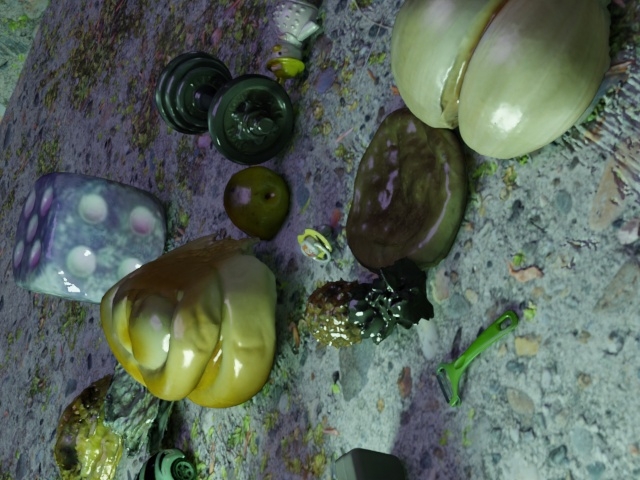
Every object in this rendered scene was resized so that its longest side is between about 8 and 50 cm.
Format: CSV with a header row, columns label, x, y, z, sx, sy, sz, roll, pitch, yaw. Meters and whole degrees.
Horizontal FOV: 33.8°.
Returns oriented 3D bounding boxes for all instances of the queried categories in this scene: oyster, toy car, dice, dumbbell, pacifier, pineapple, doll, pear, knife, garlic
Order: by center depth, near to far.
label,x,y,z,sx,sy,sz,roll,pitch,yaw
garlic,0.241,-0.257,1.450,0.313,0.286,0.249,-49,-4,25
knife,0.215,0.158,1.451,0.166,0.023,0.078,-52,44,31
pineapple,0.075,0.099,1.599,0.237,0.119,0.111,-15,27,50
pacifier,0.000,0.000,1.818,0.064,0.068,0.083,-52,6,-28
toy car,-0.306,0.534,1.972,0.136,0.125,0.305,-44,45,38
pear,-0.130,-0.075,1.987,0.141,0.104,0.141,-33,50,51
doll,-0.057,-0.398,2.029,0.129,0.081,0.207,12,88,41
dumbbell,-0.196,-0.268,2.094,0.406,0.179,0.179,32,103,57
oyster,-0.381,0.330,2.180,0.268,0.112,0.198,43,113,57
dice,-0.521,0.004,2.374,0.270,0.270,0.271,0,77,57

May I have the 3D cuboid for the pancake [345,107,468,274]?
label,x,y,z,sx,sy,sz,roll,pitch,yaw
pancake,0.129,-0.073,1.649,0.294,0.049,0.294,-27,56,50

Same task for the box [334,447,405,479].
label,x,y,z,sx,sy,sz,roll,pitch,yaw
box,0.089,0.408,1.455,0.055,0.103,0.243,-41,45,32

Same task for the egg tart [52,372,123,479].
label,x,y,z,sx,sy,sz,roll,pitch,yaw
egg tart,-0.527,0.430,2.349,0.297,0.132,0.297,-38,41,43

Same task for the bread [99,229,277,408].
label,x,y,z,sx,sy,sz,roll,pitch,yaw
bread,-0.236,0.131,1.923,0.424,0.245,0.329,13,88,60
